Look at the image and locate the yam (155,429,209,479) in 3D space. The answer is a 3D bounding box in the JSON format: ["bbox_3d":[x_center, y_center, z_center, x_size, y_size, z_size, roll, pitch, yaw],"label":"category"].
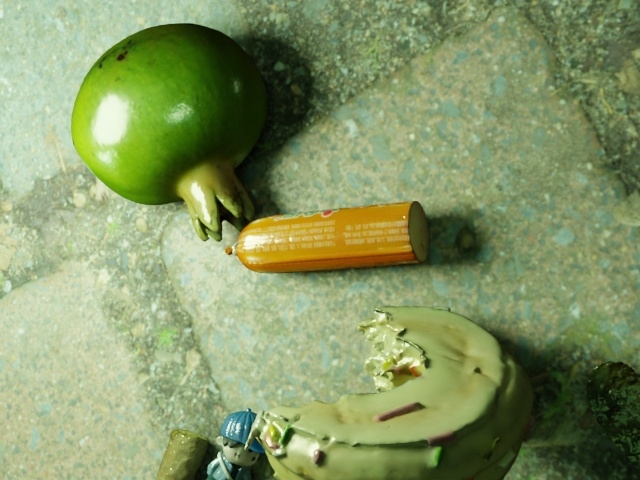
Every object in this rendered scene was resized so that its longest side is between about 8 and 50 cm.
[{"bbox_3d":[-0.245,0.439,1.551,0.066,0.066,0.299,18,90,23],"label":"yam"}]

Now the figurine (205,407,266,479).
[{"bbox_3d":[-0.126,0.330,1.515,0.149,0.086,0.087,-61,27,17],"label":"figurine"}]

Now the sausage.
[{"bbox_3d":[0.000,0.000,1.487,0.312,0.093,0.093,-5,82,22],"label":"sausage"}]

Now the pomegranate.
[{"bbox_3d":[-0.230,-0.167,1.533,0.310,0.216,0.358,-31,74,13],"label":"pomegranate"}]

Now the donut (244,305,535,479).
[{"bbox_3d":[0.116,0.226,1.285,0.307,0.371,0.150,10,119,30],"label":"donut"}]

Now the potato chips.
[{"bbox_3d":[0.449,0.239,1.313,0.142,0.026,0.209,-35,73,13],"label":"potato chips"}]
